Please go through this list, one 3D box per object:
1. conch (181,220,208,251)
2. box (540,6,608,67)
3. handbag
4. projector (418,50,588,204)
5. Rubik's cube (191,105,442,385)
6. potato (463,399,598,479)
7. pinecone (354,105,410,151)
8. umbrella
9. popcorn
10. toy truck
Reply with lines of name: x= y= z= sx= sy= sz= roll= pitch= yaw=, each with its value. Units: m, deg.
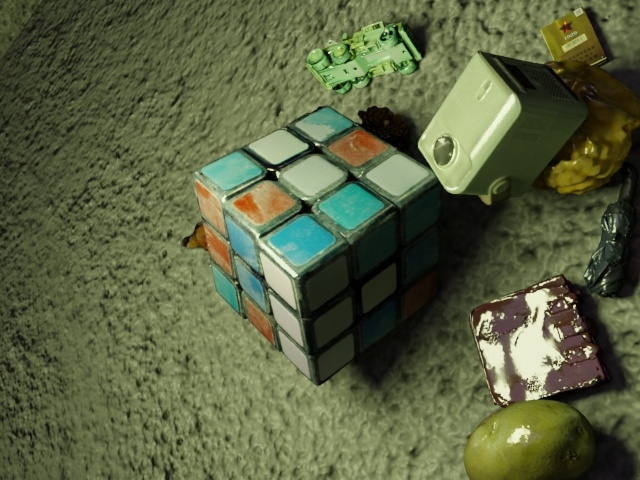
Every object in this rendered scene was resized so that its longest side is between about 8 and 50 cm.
conch: x=-0.299 y=-0.015 z=1.756 sx=0.233 sy=0.080 sz=0.086 roll=10 pitch=76 yaw=37
box: x=0.507 y=-0.391 z=1.328 sx=0.090 sy=0.023 sz=0.133 roll=-26 pitch=64 yaw=26
handbag: x=0.399 y=0.190 z=1.217 sx=0.216 sy=0.074 sz=0.203 roll=-27 pitch=64 yaw=25
projector: x=0.299 y=-0.182 z=1.132 sx=0.242 sy=0.177 sz=0.163 roll=-60 pitch=41 yaw=41
Rubik's cube: x=0.000 y=0.000 z=1.298 sx=0.363 sy=0.362 sz=0.359 roll=-33 pitch=53 yaw=-27
potato: x=0.348 y=0.366 z=1.146 sx=0.251 sy=0.174 sz=0.159 roll=-38 pitch=20 yaw=43
pinecone: x=0.127 y=-0.231 z=1.491 sx=0.140 sy=0.140 sz=0.121 roll=58 pitch=144 yaw=31
umbrella: x=0.533 y=-0.020 z=1.183 sx=0.071 sy=0.071 sz=0.248 roll=16 pitch=85 yaw=37
popcorn: x=0.461 y=-0.205 z=1.209 sx=0.250 sy=0.190 sz=0.250 roll=-6 pitch=79 yaw=31
toy truck: x=0.104 y=-0.454 z=1.569 sx=0.259 sy=0.128 sz=0.135 roll=-6 pitch=61 yaw=34
